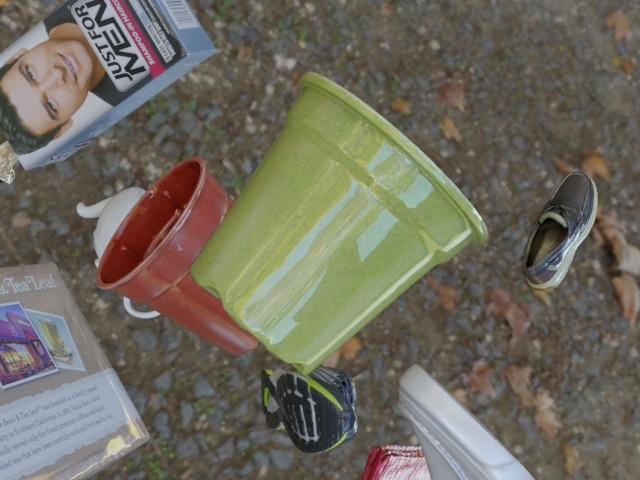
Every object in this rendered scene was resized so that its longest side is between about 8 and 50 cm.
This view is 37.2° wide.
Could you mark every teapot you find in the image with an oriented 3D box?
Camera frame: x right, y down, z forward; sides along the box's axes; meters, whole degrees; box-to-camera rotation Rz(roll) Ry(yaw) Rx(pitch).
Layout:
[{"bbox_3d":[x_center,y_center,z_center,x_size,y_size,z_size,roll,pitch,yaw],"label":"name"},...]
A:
[{"bbox_3d":[-0.435,0.018,2.195,0.252,0.187,0.256,55,2,-26],"label":"teapot"}]

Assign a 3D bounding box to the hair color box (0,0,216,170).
[{"bbox_3d":[-0.380,-0.290,1.575,0.185,0.374,0.113,59,24,-3],"label":"hair color box"}]

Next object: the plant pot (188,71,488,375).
[{"bbox_3d":[0.000,0.000,1.063,0.276,0.254,0.276,42,-2,2],"label":"plant pot"}]

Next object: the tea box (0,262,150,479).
[{"bbox_3d":[-0.387,0.192,0.847,0.220,0.323,0.329,59,12,5],"label":"tea box"}]

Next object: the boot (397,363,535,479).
[{"bbox_3d":[0.114,0.222,0.730,0.258,0.123,0.095,49,-2,-13],"label":"boot"}]

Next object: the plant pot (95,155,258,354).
[{"bbox_3d":[-0.193,0.045,1.622,0.265,0.272,0.272,40,40,-24],"label":"plant pot"}]

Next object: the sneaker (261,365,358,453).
[{"bbox_3d":[0.001,0.221,1.345,0.121,0.300,0.111,-10,95,-17],"label":"sneaker"}]

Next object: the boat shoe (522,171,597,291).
[{"bbox_3d":[0.270,-0.017,1.072,0.049,0.056,0.152,47,60,-47],"label":"boat shoe"}]

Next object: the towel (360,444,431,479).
[{"bbox_3d":[0.110,0.391,1.358,0.275,0.031,0.199,22,86,-59],"label":"towel"}]

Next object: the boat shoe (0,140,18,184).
[{"bbox_3d":[-0.589,-0.124,1.738,0.170,0.063,0.059,-43,83,-10],"label":"boat shoe"}]
